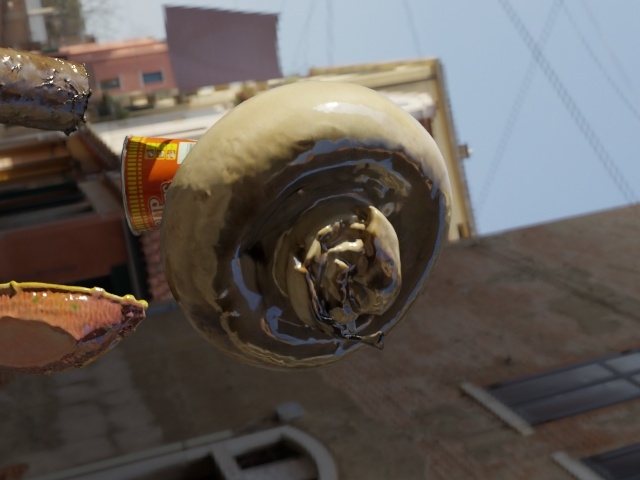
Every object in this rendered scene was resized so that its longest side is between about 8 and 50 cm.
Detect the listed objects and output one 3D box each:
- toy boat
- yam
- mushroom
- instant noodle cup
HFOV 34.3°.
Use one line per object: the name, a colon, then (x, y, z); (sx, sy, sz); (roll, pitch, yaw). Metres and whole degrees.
toy boat: (-0.395, 0.115, 1.381); (0.099, 0.317, 0.141); (-83, 170, -68)
yam: (-0.480, -0.234, 1.572); (0.131, 0.279, 0.131); (-2, -93, 39)
mushroom: (0.000, 0.000, 1.203); (0.294, 0.362, 0.362); (-130, -147, -52)
instant noodle cup: (-0.232, -0.106, 1.852); (0.193, 0.212, 0.193); (-3, 90, -88)
